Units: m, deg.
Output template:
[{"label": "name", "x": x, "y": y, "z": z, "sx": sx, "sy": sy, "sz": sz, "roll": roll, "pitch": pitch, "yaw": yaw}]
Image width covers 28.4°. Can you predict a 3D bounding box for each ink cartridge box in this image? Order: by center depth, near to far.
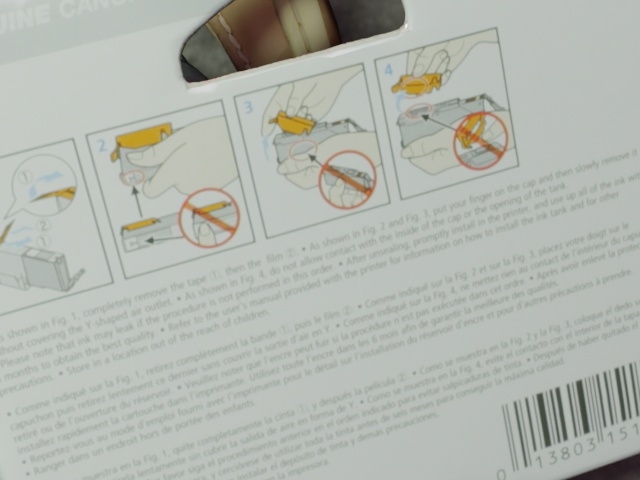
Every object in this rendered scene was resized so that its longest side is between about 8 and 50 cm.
[{"label": "ink cartridge box", "x": 0.000, "y": 0.000, "z": 0.473, "sx": 0.275, "sy": 0.060, "sz": 0.238, "roll": -16, "pitch": 107, "yaw": -12}]

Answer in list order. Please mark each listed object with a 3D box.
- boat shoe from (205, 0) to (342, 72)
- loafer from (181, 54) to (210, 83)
[{"label": "boat shoe", "x": -0.118, "y": -0.182, "z": 0.513, "sx": 0.110, "sy": 0.121, "sz": 0.341, "roll": -36, "pitch": 75, "yaw": -4}, {"label": "loafer", "x": -0.181, "y": -0.001, "z": 0.486, "sx": 0.303, "sy": 0.109, "sz": 0.095, "roll": -25, "pitch": 45, "yaw": -14}]
